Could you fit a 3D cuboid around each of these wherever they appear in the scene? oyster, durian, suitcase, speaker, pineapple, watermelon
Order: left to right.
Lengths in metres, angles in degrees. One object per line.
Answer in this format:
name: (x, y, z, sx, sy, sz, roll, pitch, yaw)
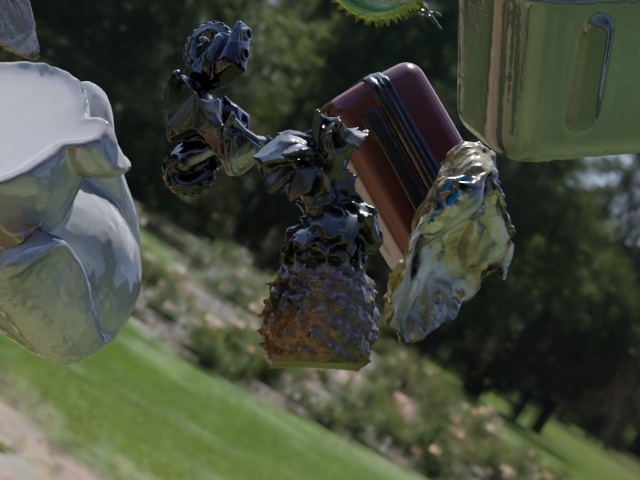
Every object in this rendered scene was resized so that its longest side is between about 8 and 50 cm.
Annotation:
watermelon: (-0.411, -0.286, 1.951, 0.207, 0.136, 0.202, -5, -78, 70)
pineapple: (0.000, 0.000, 1.572, 0.111, 0.237, 0.119, 0, -5, 35)
durian: (0.064, -0.335, 2.221, 0.215, 0.086, 0.100, 46, -45, -7)
suitcase: (0.123, -0.099, 2.479, 0.297, 0.161, 0.236, 62, -7, -2)
oyster: (0.149, 0.011, 2.138, 0.083, 0.223, 0.214, 28, -39, 40)
speaker: (0.345, -0.205, 1.827, 0.406, 0.184, 0.183, -6, 27, -19)

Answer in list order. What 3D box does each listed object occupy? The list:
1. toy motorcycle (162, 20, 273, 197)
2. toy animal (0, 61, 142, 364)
toy motorcycle: (-0.143, -0.192, 2.472, 0.159, 0.270, 0.106, 0, -19, 29)
toy animal: (-0.254, -0.002, 1.593, 0.206, 0.271, 0.265, -3, -53, 12)
